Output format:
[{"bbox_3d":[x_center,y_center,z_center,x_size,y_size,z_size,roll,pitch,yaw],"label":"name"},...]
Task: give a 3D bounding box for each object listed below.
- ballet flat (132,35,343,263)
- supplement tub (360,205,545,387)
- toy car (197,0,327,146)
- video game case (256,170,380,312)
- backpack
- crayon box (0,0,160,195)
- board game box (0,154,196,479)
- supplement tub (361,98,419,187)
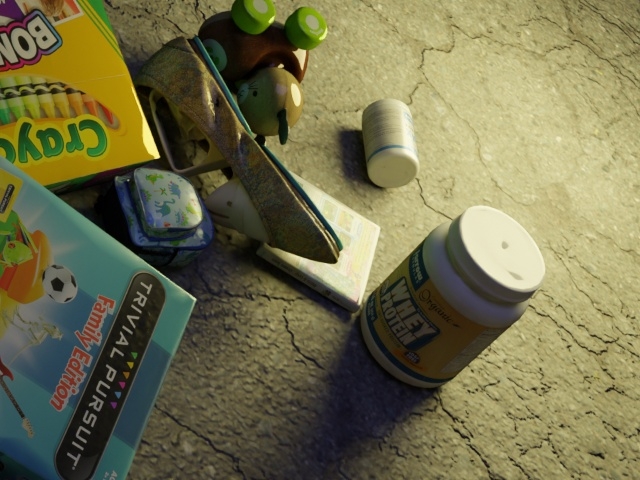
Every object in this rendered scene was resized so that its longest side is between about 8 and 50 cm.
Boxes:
[{"bbox_3d":[-0.108,-0.087,1.702,0.123,0.123,0.348,-15,63,-46],"label":"ballet flat"},{"bbox_3d":[0.154,0.066,1.699,0.144,0.199,0.144,23,42,-22],"label":"supplement tub"},{"bbox_3d":[-0.079,-0.184,1.795,0.149,0.155,0.188,13,59,-31],"label":"toy car"},{"bbox_3d":[0.000,0.000,1.779,0.143,0.019,0.157,32,39,-13],"label":"video game case"},{"bbox_3d":[-0.175,-0.023,1.602,0.114,0.084,0.105,5,54,-41],"label":"backpack"},{"bbox_3d":[-0.369,-0.186,1.490,0.363,0.106,0.313,-20,87,-50],"label":"crayon box"},{"bbox_3d":[-0.295,0.068,1.300,0.336,0.079,0.253,38,48,-23],"label":"board game box"},{"bbox_3d":[0.093,-0.129,1.935,0.071,0.071,0.107,19,45,-26],"label":"supplement tub"}]
